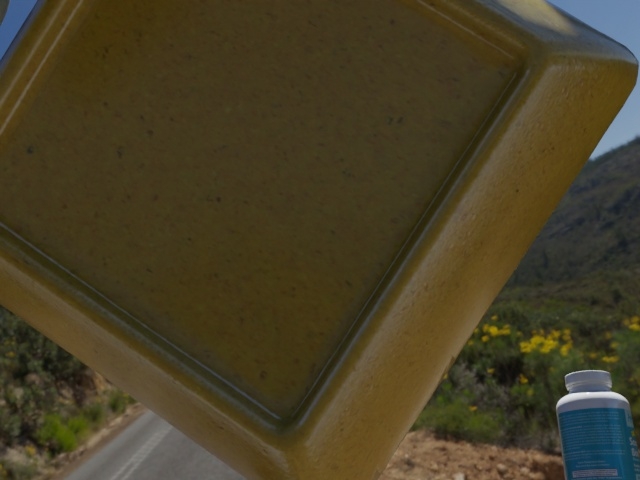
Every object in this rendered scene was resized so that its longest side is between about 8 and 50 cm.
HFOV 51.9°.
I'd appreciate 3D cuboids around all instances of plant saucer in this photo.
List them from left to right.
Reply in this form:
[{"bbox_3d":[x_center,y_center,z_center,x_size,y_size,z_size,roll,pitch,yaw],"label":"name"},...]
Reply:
[{"bbox_3d":[-0.043,-0.053,0.361,0.333,0.332,0.081,-57,-6,3],"label":"plant saucer"}]

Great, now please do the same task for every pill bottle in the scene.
[{"bbox_3d":[0.564,0.406,1.341,0.146,0.264,0.146,1,-24,0],"label":"pill bottle"}]

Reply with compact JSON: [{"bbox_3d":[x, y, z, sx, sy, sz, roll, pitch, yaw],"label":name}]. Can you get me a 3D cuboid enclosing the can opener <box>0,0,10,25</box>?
[{"bbox_3d":[-0.428,-0.207,0.786,0.093,0.281,0.074,0,-3,33],"label":"can opener"}]
